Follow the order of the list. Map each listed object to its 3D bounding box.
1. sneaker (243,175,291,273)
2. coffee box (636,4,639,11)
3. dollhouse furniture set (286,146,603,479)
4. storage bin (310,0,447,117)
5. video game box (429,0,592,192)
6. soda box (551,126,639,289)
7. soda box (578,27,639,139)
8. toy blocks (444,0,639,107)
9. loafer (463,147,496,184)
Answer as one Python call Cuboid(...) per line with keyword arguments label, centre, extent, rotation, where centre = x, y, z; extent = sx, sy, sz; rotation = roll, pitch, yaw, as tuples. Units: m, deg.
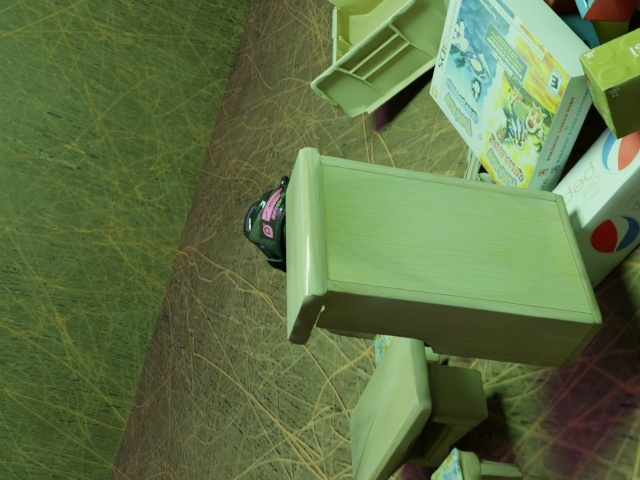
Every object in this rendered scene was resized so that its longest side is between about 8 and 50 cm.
Cuboid(label="sneaker", centre=(0.000, 0.000, 1.279), extent=(0.483, 0.202, 0.185), rotation=(-4, 70, 68))
Cuboid(label="coffee box", centre=(0.384, -0.274, 0.777), extent=(0.184, 0.040, 0.113), rotation=(16, 89, 69))
Cuboid(label="dollhouse furniture set", centre=(0.060, 0.125, 0.848), extent=(0.394, 0.257, 0.362), rotation=(111, 163, -46))
Cuboid(label="storage bin", centre=(0.102, -0.379, 1.376), extent=(0.260, 0.123, 0.262), rotation=(-32, 43, 39))
Cuboid(label="video game box", centre=(0.191, -0.163, 0.861), extent=(0.187, 0.048, 0.205), rotation=(93, 155, -51))
Cuboid(label="soda box", centre=(0.289, -0.053, 0.796), extent=(0.216, 0.069, 0.074), rotation=(-56, 26, 35))
Cuboid(label="soda box", centre=(0.316, -0.156, 0.693), extent=(0.181, 0.058, 0.061), rotation=(-24, 40, 13))
Cuboid(label="toy blocks", centre=(0.250, -0.260, 0.906), extent=(0.381, 0.191, 0.260), rotation=(111, 151, -62))
Cuboid(label="loafer", centre=(0.208, -0.083, 1.057), extent=(0.039, 0.045, 0.125), rotation=(-34, 39, 48))
